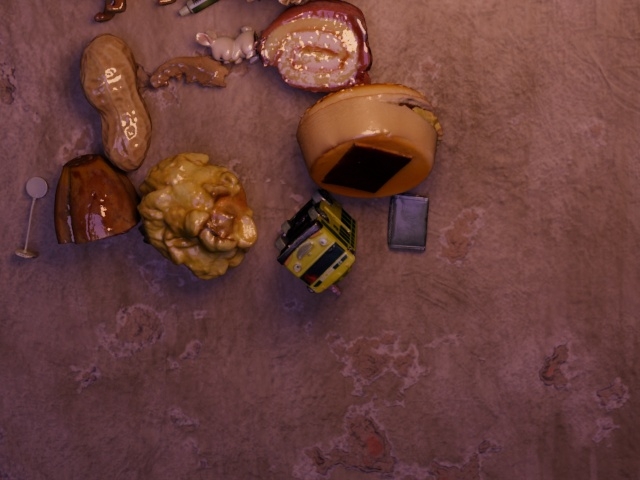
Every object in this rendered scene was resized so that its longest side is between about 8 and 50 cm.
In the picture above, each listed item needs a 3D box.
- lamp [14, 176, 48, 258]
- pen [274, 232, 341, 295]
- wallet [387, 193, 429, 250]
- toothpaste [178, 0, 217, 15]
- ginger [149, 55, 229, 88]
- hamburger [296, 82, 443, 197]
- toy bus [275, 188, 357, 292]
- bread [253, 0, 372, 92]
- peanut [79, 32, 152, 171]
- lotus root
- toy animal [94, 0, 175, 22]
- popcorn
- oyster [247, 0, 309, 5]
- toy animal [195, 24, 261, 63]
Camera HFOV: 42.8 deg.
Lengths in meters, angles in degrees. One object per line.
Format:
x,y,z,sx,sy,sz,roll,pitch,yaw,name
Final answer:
-0.675,-0.053,1.916,0.050,0.056,0.198,14,96,2,lamp
-0.023,0.059,1.883,0.197,0.032,0.053,44,105,-7,pen
0.196,-0.042,1.835,0.088,0.026,0.129,5,108,8,wallet
-0.211,-0.530,1.723,0.204,0.031,0.049,-27,90,10,toothpaste
-0.284,-0.366,1.774,0.173,0.051,0.069,1,101,10,ginger
0.099,-0.209,1.671,0.300,0.300,0.176,-4,68,7,hamburger
0.000,0.000,1.745,0.128,0.262,0.150,-43,102,16,toy bus
-0.011,-0.405,1.695,0.244,0.123,0.190,3,105,4,bread
-0.440,-0.294,1.762,0.120,0.136,0.298,1,112,40,peanut
-0.506,-0.093,1.795,0.188,0.199,0.180,-13,108,5,lotus root
-0.404,-0.556,1.704,0.312,0.097,0.157,-13,99,7,toy animal
-0.264,-0.056,1.783,0.252,0.215,0.286,-24,109,35,popcorn
-0.021,-0.555,1.620,0.351,0.115,0.238,-10,62,0,oyster
-0.192,-0.411,1.736,0.124,0.071,0.085,-8,107,8,toy animal
